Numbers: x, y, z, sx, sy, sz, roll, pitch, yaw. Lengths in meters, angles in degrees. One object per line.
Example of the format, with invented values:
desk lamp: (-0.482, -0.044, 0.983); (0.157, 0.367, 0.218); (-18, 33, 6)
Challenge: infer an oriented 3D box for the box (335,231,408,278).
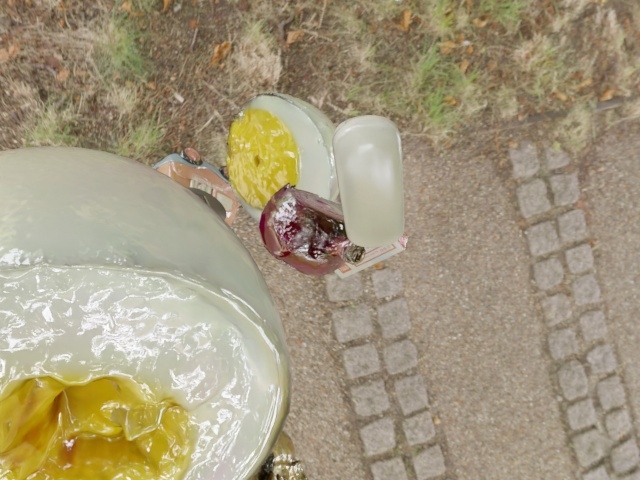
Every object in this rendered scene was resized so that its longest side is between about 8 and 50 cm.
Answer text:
box: (0.112, 0.013, 1.427); (0.123, 0.229, 0.050); (43, 34, -28)

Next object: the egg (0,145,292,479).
egg: (-0.236, 0.069, 0.501); (0.355, 0.339, 0.354); (-13, 126, -18)

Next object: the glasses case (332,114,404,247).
glasses case: (0.062, -0.064, 0.640); (0.081, 0.051, 0.204); (-6, 139, 4)

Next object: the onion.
onion: (0.000, 0.000, 0.922); (0.195, 0.218, 0.139); (26, 99, -46)

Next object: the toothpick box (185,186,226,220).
toothpick box: (-0.288, -0.013, 1.109); (0.111, 0.111, 0.180); (26, 118, -23)

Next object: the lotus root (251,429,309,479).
lotus root: (-0.114, 0.308, 0.680); (0.146, 0.284, 0.160); (1, 76, -38)

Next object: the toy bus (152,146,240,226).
toy bus: (-0.367, -0.117, 1.539); (0.288, 0.232, 0.194); (28, 124, -36)

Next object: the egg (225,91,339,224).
egg: (-0.056, -0.196, 1.248); (0.201, 0.337, 0.336); (-34, 107, -47)
